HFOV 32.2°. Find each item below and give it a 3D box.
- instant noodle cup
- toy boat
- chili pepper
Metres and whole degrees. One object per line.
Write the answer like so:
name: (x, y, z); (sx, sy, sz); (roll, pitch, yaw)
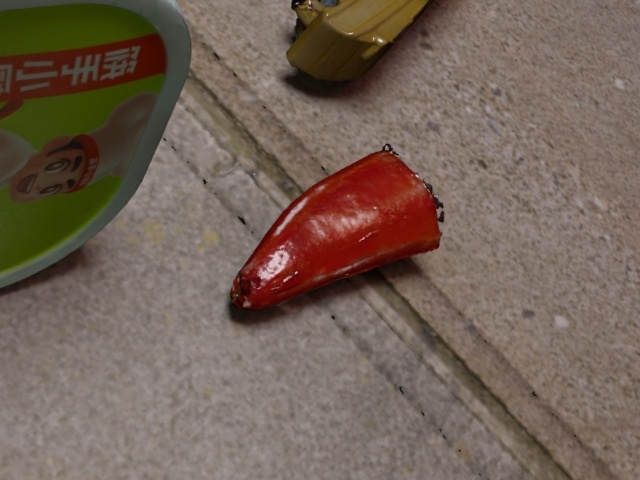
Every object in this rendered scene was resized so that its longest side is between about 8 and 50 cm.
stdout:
instant noodle cup: (-0.263, -0.150, 0.597); (0.294, 0.294, 0.308); (-17, 65, -35)
toy boat: (0.056, -0.240, 0.921); (0.115, 0.089, 0.310); (43, 51, -4)
chili pepper: (0.002, 0.004, 0.773); (0.169, 0.065, 0.088); (-31, 64, -33)
